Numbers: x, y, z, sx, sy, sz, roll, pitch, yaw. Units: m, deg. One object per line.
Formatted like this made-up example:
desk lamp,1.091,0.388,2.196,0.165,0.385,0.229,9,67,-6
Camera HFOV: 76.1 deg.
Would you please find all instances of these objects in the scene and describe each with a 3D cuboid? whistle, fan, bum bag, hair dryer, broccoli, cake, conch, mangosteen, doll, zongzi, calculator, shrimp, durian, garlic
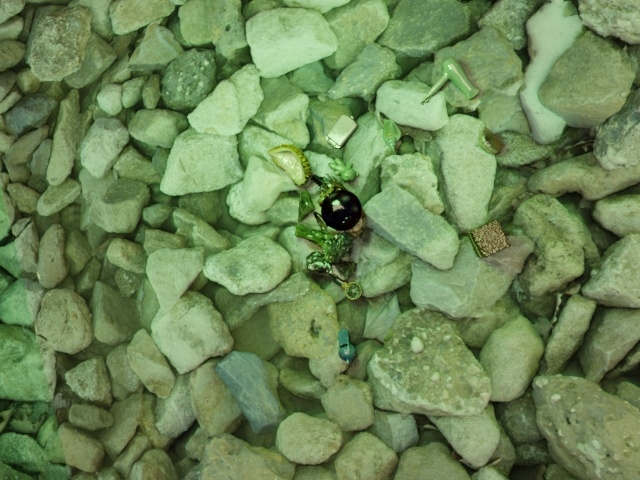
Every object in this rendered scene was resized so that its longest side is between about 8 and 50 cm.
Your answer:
whistle,0.123,0.504,1.913,0.090,0.090,0.158,-14,45,11
fan,0.129,0.217,1.939,0.155,0.039,0.082,34,95,16
bum bag,0.046,0.122,1.943,0.248,0.069,0.102,14,46,14
hair dryer,0.574,-0.690,1.887,0.237,0.075,0.206,-35,87,16
broccoli,0.002,-0.007,1.931,0.304,0.145,0.165,21,48,29
cake,0.720,-0.005,1.765,0.135,0.147,0.135,-25,82,12
conch,0.336,-0.494,1.918,0.088,0.065,0.180,-11,76,13
mangosteen,0.079,-0.150,1.844,0.194,0.194,0.230,-44,54,7
doll,0.108,-0.334,1.965,0.115,0.077,0.150,-32,65,-29
zongzi,-0.096,-0.184,2.013,0.130,0.062,0.154,-43,56,42
calculator,0.102,-0.531,1.988,0.100,0.032,0.175,41,95,11
shrimp,0.056,-0.153,1.965,0.365,0.071,0.233,46,102,6
durian,-0.119,-0.375,1.967,0.249,0.138,0.183,53,130,9
garlic,0.748,-0.442,1.831,0.084,0.066,0.152,-38,83,-20
